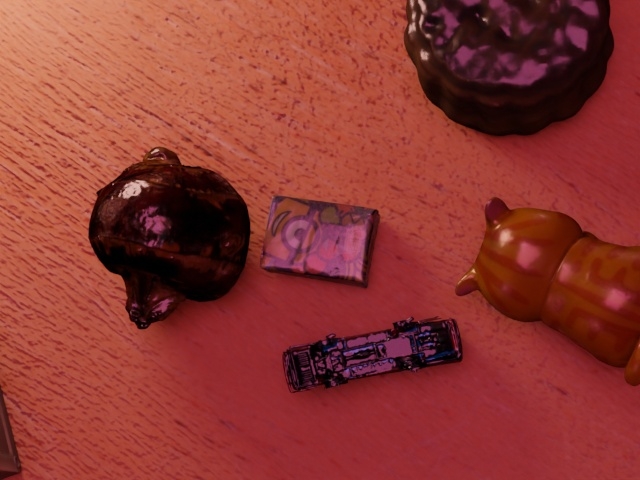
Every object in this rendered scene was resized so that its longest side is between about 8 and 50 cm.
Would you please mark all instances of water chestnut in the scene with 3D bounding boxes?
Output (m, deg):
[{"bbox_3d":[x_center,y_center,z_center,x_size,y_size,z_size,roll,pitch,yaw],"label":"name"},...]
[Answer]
[{"bbox_3d":[-0.205,0.003,1.712,0.224,0.223,0.238,14,77,12],"label":"water chestnut"}]

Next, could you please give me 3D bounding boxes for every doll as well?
[{"bbox_3d":[0.328,0.058,1.645,0.270,0.162,0.166,25,98,23],"label":"doll"}]

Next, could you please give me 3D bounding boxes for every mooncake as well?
[{"bbox_3d":[0.253,-0.289,1.727,0.290,0.161,0.290,-2,77,10],"label":"mooncake"}]

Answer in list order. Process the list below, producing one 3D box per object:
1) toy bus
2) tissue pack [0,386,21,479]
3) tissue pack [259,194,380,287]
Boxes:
[{"bbox_3d":[0.071,0.153,1.694,0.235,0.096,0.073,-11,78,6],"label":"toy bus"},{"bbox_3d":[-0.521,0.219,1.742,0.136,0.159,0.246,-18,75,3],"label":"tissue pack"},{"bbox_3d":[0.000,0.000,1.756,0.148,0.060,0.108,8,80,9],"label":"tissue pack"}]
